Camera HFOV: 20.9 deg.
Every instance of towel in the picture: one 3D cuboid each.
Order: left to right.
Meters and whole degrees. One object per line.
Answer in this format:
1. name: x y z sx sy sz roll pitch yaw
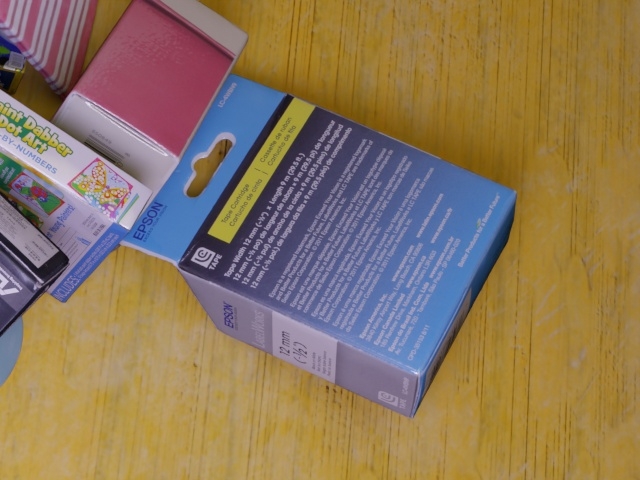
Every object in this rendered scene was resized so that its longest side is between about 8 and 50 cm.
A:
1. towel: -0.290 -0.251 1.797 0.029 0.197 0.144 0 65 21

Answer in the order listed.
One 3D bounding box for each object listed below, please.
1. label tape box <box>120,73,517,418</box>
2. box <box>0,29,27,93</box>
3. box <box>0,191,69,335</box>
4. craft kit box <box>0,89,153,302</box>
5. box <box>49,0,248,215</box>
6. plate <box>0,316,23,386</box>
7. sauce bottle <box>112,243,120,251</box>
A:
1. label tape box: 0.000 0.000 1.843 0.347 0.115 0.249 23 61 14
2. box: -0.330 -0.245 1.834 0.054 0.059 0.169 13 67 -16
3. box: -0.472 -0.003 1.552 0.395 0.318 0.097 43 16 -4
4. craft kit box: -0.308 -0.056 1.668 0.246 0.250 0.061 32 63 -11
5. box: -0.189 -0.137 1.766 0.127 0.148 0.232 33 41 -9
6. plate: -0.385 0.081 1.714 0.188 0.024 0.188 8 68 -21
7. sauce bottle: -0.248 -0.046 1.808 0.042 0.042 0.128 -21 80 -28
